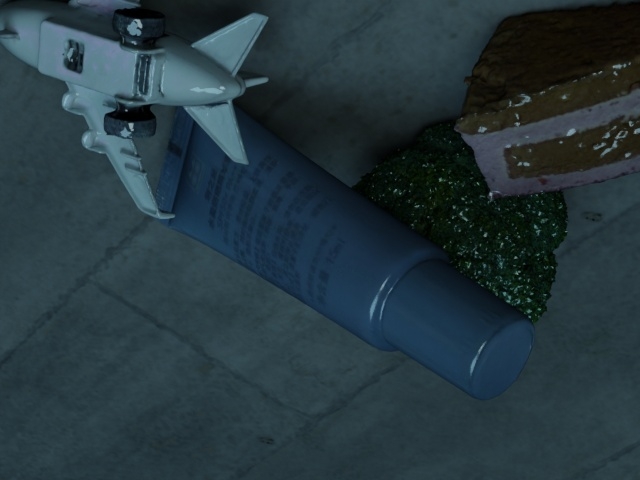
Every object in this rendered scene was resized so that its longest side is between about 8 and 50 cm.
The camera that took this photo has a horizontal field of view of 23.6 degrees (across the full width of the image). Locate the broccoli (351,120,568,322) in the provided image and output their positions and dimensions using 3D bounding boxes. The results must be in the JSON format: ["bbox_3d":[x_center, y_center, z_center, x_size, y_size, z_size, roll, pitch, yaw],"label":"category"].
[{"bbox_3d":[0.106,0.002,1.235,0.195,0.195,0.156,13,156,4],"label":"broccoli"}]

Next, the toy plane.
[{"bbox_3d":[-0.161,-0.145,1.188,0.255,0.101,0.251,17,111,23],"label":"toy plane"}]

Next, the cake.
[{"bbox_3d":[0.246,-0.120,1.132,0.295,0.113,0.116,-10,133,9],"label":"cake"}]

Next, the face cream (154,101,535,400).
[{"bbox_3d":[0.000,0.000,1.173,0.385,0.086,0.135,33,116,38],"label":"face cream"}]
